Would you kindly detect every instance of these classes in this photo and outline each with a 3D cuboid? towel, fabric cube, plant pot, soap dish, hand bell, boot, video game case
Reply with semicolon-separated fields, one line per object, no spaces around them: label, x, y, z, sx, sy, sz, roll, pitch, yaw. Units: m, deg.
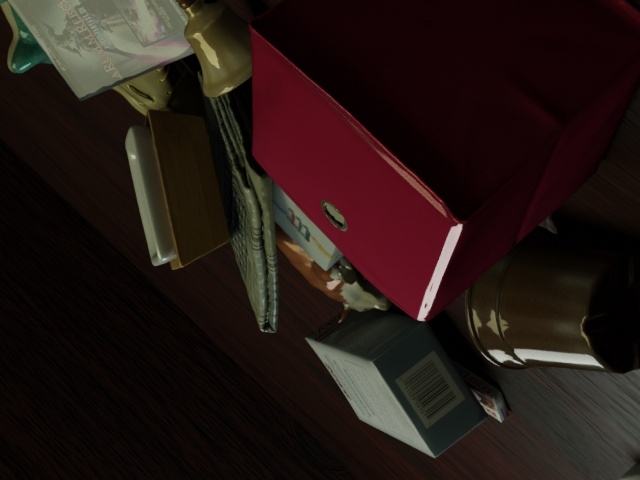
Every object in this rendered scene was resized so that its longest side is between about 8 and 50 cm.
towel;-0.118;-0.075;1.954;0.312;0.056;0.324;-109;13;-45
fabric cube;0.108;-0.125;1.229;0.254;0.259;0.258;45;164;13
plant pot;0.272;0.071;1.465;0.165;0.167;0.167;9;139;54
soap dish;-0.217;-0.074;2.062;0.291;0.118;0.229;167;90;-81
hand bell;-0.175;-0.310;1.718;0.242;0.126;0.126;48;166;-25
boot;-0.233;-0.273;2.055;0.262;0.095;0.203;32;151;-18
video game case;-0.288;-0.321;1.914;0.274;0.026;0.196;-19;120;28

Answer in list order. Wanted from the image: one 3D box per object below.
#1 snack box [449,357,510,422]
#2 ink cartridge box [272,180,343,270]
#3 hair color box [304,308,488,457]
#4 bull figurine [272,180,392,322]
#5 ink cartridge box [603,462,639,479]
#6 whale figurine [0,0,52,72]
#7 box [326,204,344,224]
snack box;0.227;0.225;2.167;0.178;0.022;0.064;32;156;45
ink cartridge box;0.017;-0.062;1.849;0.127;0.128;0.176;46;165;7
hair color box;0.114;0.217;2.207;0.185;0.113;0.374;57;167;-10
bull figurine;0.000;0.000;2.094;0.310;0.101;0.188;48;162;-3
ink cartridge box;0.500;0.388;1.799;0.223;0.045;0.224;49;165;-2
whale figurine;-0.405;-0.379;2.028;0.141;0.216;0.272;19;116;25
box;0.092;-0.077;1.582;0.232;0.148;0.127;33;158;41
